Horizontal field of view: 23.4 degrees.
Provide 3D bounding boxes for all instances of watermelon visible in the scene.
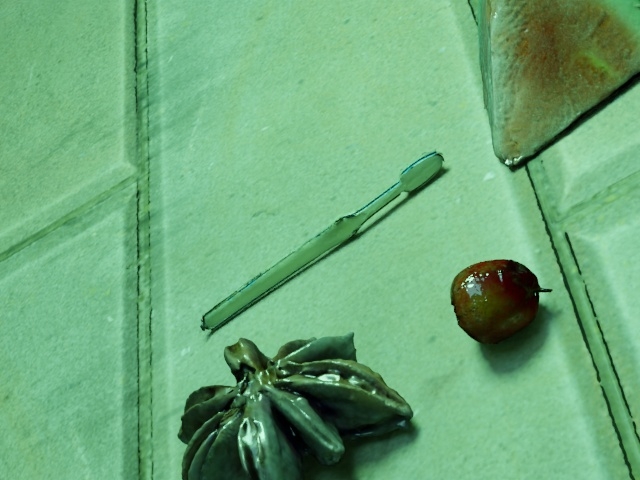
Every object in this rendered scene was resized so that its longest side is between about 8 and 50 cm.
[{"bbox_3d":[0.229,-0.169,1.478,0.207,0.136,0.202,19,102,23],"label":"watermelon"}]

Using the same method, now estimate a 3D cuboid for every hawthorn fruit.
[{"bbox_3d":[0.145,0.049,1.289,0.077,0.077,0.077,-25,37,21],"label":"hawthorn fruit"}]

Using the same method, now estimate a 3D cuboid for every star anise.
[{"bbox_3d":[-0.034,0.155,1.331,0.236,0.093,0.229,-19,34,22],"label":"star anise"}]

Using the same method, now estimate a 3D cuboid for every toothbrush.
[{"bbox_3d":[0.000,0.002,1.517,0.294,0.026,0.028,-37,16,5],"label":"toothbrush"}]
